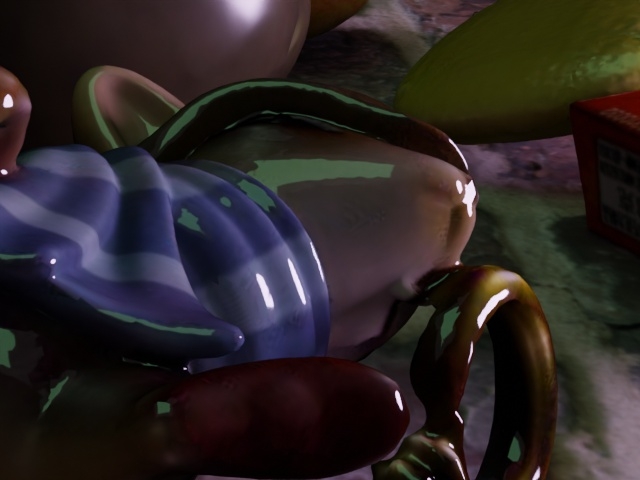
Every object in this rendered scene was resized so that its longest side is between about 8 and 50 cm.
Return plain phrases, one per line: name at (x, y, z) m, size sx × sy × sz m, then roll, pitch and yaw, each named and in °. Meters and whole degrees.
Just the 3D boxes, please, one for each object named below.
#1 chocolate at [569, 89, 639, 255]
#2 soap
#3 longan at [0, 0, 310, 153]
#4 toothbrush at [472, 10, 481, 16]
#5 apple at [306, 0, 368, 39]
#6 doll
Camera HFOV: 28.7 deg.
chocolate at (0.329, -0.037, 0.863) m, size 0.235 × 0.108 × 0.237 m, roll -12°, pitch 29°, yaw -29°
soap at (0.246, -0.183, 1.118) m, size 0.306 × 0.115 × 0.427 m, roll 1°, pitch 25°, yaw 36°
longan at (-0.187, -0.185, 0.886) m, size 0.404 × 0.336 × 0.404 m, roll 13°, pitch 7°, yaw -2°
toothbrush at (0.301, -0.211, 1.347) m, size 0.294 × 0.028 × 0.026 m, roll 13°, pitch 27°, yaw 12°
apple at (-0.066, -0.370, 1.313) m, size 0.339 × 0.339 × 0.339 m, roll 1°, pitch 24°, yaw 0°
doll at (-0.045, 0.036, 0.505) m, size 0.209 × 0.318 × 0.340 m, roll -23°, pitch 9°, yaw 24°
